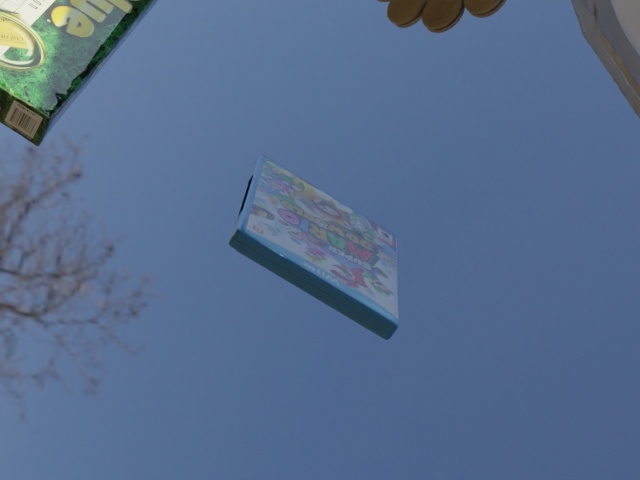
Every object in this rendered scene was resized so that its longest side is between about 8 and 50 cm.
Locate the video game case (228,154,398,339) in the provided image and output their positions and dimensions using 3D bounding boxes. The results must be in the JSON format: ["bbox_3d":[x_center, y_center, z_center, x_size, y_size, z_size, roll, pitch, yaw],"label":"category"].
[{"bbox_3d":[0.000,0.000,0.930,0.015,0.119,0.166,-56,-171,18],"label":"video game case"}]

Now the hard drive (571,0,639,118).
[{"bbox_3d":[0.164,-0.130,0.536,0.064,0.339,0.237,-24,-122,-1],"label":"hard drive"}]

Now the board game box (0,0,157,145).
[{"bbox_3d":[-0.187,-0.171,0.914,0.030,0.136,0.259,-51,-170,37],"label":"board game box"}]

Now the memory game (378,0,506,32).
[{"bbox_3d":[0.118,-0.244,1.105,0.186,0.012,0.186,-21,-129,29],"label":"memory game"}]
